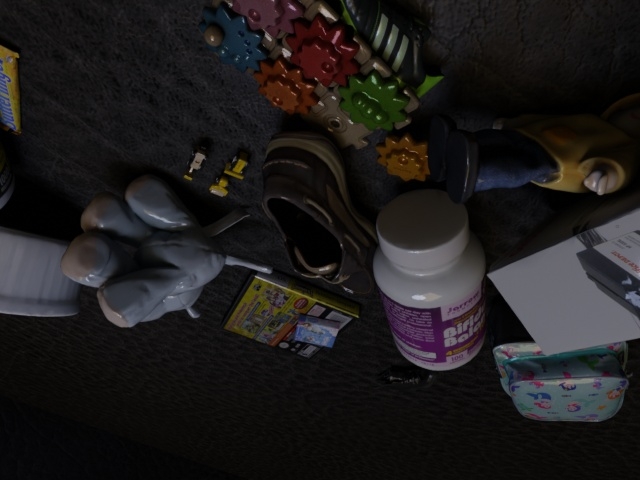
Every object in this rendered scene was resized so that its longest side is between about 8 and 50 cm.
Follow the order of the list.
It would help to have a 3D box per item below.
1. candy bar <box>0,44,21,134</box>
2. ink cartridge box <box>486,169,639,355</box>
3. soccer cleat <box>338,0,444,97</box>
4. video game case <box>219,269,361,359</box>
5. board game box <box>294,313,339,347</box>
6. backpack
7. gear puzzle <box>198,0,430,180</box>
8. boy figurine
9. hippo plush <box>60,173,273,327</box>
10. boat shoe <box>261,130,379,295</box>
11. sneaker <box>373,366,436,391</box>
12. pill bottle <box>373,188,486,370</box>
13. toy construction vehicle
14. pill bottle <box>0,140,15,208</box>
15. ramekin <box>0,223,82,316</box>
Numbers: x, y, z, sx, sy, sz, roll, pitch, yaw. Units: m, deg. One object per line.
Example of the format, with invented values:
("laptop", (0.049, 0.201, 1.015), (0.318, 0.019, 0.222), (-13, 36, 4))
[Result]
("candy bar", (-0.464, -0.222, 0.607), (0.040, 0.018, 0.161), (26, 136, -15))
("ink cartridge box", (0.376, -0.011, 0.434), (0.129, 0.223, 0.307), (57, 146, 6))
("soccer cleat", (0.073, -0.231, 0.448), (0.072, 0.060, 0.179), (-29, 130, 22))
("video game case", (-0.079, 0.177, 0.945), (0.248, 0.035, 0.275), (23, 138, -13))
("board game box", (-0.009, 0.202, 0.912), (0.090, 0.020, 0.090), (11, 139, -1))
("backpack", (0.446, 0.232, 0.779), (0.225, 0.191, 0.253), (-10, 139, 21))
("gear puzzle", (0.011, -0.165, 0.495), (0.339, 0.044, 0.175), (35, 154, -24))
("boy figurine", (0.274, -0.103, 0.457), (0.285, 0.177, 0.092), (-9, 126, -3))
("hippo plush", (-0.288, 0.030, 0.748), (0.294, 0.234, 0.236), (-20, 169, -26))
("boat shoe", (0.000, 0.000, 0.635), (0.132, 0.130, 0.355), (1, 144, 31))
("sneaker", (0.215, 0.355, 1.058), (0.089, 0.051, 0.170), (19, 142, -15))
("pill bottle", (0.178, 0.069, 0.664), (0.169, 0.169, 0.301), (-5, 136, 18))
("toy construction vehicle", (-0.164, -0.116, 0.647), (0.086, 0.035, 0.098), (18, 142, -23))
("pill bottle", (-0.563, -0.181, 0.547), (0.188, 0.188, 0.334), (17, 139, -5))
("ramekin", (-0.580, 0.042, 0.759), (0.277, 0.135, 0.277), (13, 173, 2))
